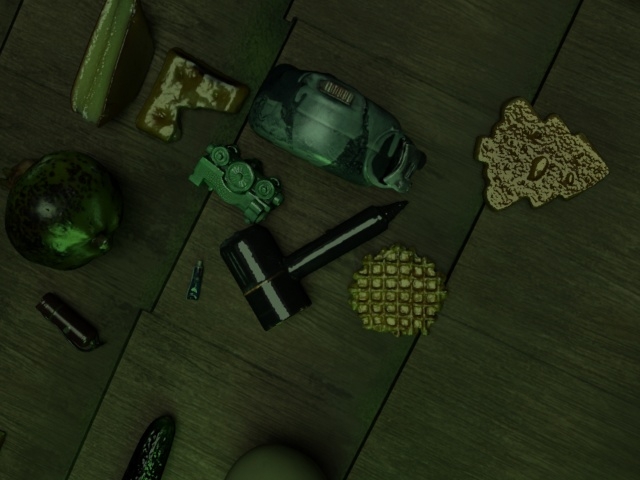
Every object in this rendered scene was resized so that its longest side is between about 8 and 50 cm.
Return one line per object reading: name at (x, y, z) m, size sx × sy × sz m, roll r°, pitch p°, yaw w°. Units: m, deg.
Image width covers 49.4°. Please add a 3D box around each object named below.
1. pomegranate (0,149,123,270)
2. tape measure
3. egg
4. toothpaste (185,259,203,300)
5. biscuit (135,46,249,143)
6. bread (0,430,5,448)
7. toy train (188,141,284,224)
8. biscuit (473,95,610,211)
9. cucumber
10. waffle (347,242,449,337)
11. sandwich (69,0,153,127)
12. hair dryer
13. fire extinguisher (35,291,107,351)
pomegranate at (-0.490, -0.069, 1.319) m, size 0.204 × 0.276 × 0.222 m, roll 32°, pitch 93°, yaw -35°
tape measure at (0.019, -0.196, 1.190) m, size 0.275 × 0.256 × 0.147 m, roll 25°, pitch 96°, yaw -21°
egg at (-0.079, 0.506, 1.272) m, size 0.219 × 0.219 × 0.269 m, roll -7°, pitch 111°, yaw 8°
toothpaste at (-0.245, 0.078, 1.364) m, size 0.027 × 0.019 × 0.083 m, roll 12°, pitch 100°, yaw -10°
biscuit at (-0.251, -0.257, 1.330) m, size 0.174 × 0.039 × 0.183 m, roll 32°, pitch 98°, yaw 2°
bread at (-0.717, 0.459, 1.459) m, size 0.074 × 0.084 × 0.139 m, roll 24°, pitch 128°, yaw 5°
toy train at (-0.154, -0.107, 1.312) m, size 0.178 × 0.071 × 0.104 m, roll 38°, pitch 106°, yaw 5°
biscuit at (0.395, -0.143, 1.250) m, size 0.239 × 0.041 × 0.212 m, roll 12°, pitch 90°, yaw 7°
cucumber at (-0.350, 0.458, 1.379) m, size 0.075 × 0.074 × 0.241 m, roll 22°, pitch 96°, yaw 6°
waffle at (0.144, 0.095, 1.302) m, size 0.191 × 0.038 × 0.191 m, roll 1°, pitch 95°, yaw 7°
sandwich at (-0.389, -0.343, 1.314) m, size 0.094 × 0.096 × 0.258 m, roll 26°, pitch 99°, yaw 12°
hair dryer at (0.000, 0.000, 1.297) m, size 0.352 × 0.107 × 0.189 m, roll -32°, pitch 88°, yaw 1°
fire extinguisher at (-0.500, 0.174, 1.395) m, size 0.157 × 0.045 × 0.078 m, roll 39°, pitch 126°, yaw 2°
